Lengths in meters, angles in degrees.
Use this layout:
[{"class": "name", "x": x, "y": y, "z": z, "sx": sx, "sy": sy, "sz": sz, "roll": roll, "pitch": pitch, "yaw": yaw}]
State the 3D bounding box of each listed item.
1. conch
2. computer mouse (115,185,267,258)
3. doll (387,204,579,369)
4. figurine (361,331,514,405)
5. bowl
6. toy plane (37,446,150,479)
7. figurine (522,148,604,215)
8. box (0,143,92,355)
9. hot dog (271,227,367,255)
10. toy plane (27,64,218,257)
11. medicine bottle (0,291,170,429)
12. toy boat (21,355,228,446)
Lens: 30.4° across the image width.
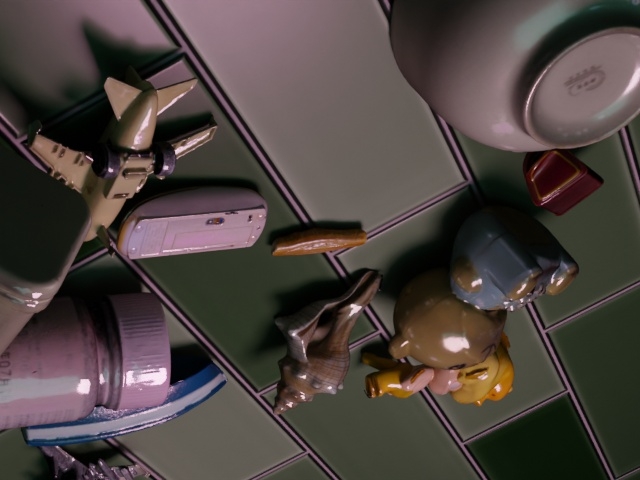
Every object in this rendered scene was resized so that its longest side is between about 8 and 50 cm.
[{"class": "conch", "x": -0.015, "y": 0.144, "z": 1.706, "sx": 0.137, "sy": 0.114, "sz": 0.233, "roll": 7, "pitch": 97, "yaw": -44}, {"class": "computer mouse", "x": -0.163, "y": -0.022, "z": 1.484, "sx": 0.199, "sy": 0.045, "sz": 0.102, "roll": -6, "pitch": 140, "yaw": -26}, {"class": "doll", "x": 0.216, "y": 0.078, "z": 1.687, "sx": 0.177, "sy": 0.161, "sz": 0.260, "roll": -6, "pitch": 140, "yaw": -53}, {"class": "figurine", "x": 0.193, "y": 0.203, "z": 1.848, "sx": 0.246, "sy": 0.131, "sz": 0.156, "roll": -7, "pitch": 172, "yaw": -21}, {"class": "bowl", "x": 0.275, "y": -0.229, "z": 1.355, "sx": 0.354, "sy": 0.185, "sz": 0.353, "roll": -14, "pitch": 140, "yaw": -12}, {"class": "toy plane", "x": -0.374, "y": 0.361, "z": 1.777, "sx": 0.192, "sy": 0.088, "sz": 0.262, "roll": -27, "pitch": 140, "yaw": 6}, {"class": "figurine", "x": 0.312, "y": -0.099, "z": 1.582, "sx": 0.082, "sy": 0.098, "sz": 0.154, "roll": -35, "pitch": 159, "yaw": 18}, {"class": "box", "x": -0.477, "y": 0.027, "z": 1.206, "sx": 0.352, "sy": 0.177, "sz": 0.344, "roll": 33, "pitch": 122, "yaw": -15}, {"class": "hot dog", "x": 0.000, "y": -0.001, "z": 1.600, "sx": 0.137, "sy": 0.028, "sz": 0.044, "roll": -5, "pitch": 163, "yaw": -17}, {"class": "toy plane", "x": -0.234, "y": -0.088, "z": 1.346, "sx": 0.242, "sy": 0.104, "sz": 0.256, "roll": -8, "pitch": 134, "yaw": -41}, {"class": "medicine bottle", "x": -0.341, "y": 0.151, "z": 1.502, "sx": 0.273, "sy": 0.165, "sz": 0.165, "roll": -5, "pitch": 137, "yaw": -23}, {"class": "toy boat", "x": -0.275, "y": 0.217, "z": 1.664, "sx": 0.299, "sy": 0.096, "sz": 0.061, "roll": -11, "pitch": 130, "yaw": -17}]
